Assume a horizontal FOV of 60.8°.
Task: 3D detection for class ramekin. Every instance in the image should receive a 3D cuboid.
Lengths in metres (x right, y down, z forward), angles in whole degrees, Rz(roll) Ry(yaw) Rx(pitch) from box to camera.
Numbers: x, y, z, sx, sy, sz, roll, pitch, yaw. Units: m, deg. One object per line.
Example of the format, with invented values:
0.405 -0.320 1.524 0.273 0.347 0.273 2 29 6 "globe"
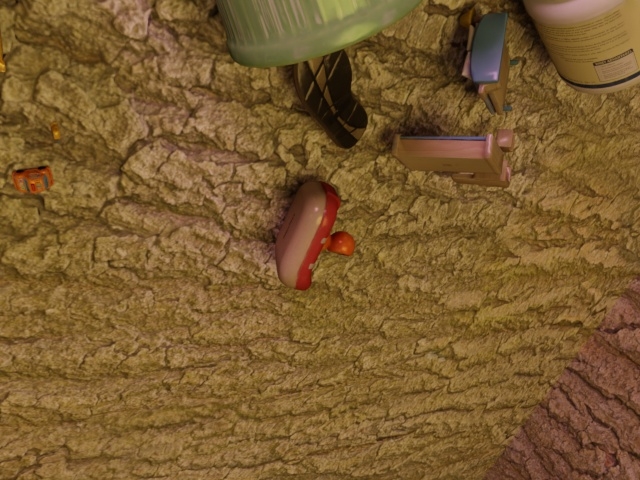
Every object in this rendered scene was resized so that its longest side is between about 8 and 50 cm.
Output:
-0.014 -0.379 0.754 0.304 0.303 0.148 -30 127 -10 "ramekin"

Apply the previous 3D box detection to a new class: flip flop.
0.012 -0.271 1.005 0.112 0.080 0.277 -46 149 -1 "flip flop"

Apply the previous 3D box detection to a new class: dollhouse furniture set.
0.306 -0.296 1.175 0.286 0.198 0.303 17 81 -62 "dollhouse furniture set"

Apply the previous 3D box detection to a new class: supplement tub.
0.543 -0.471 1.072 0.235 0.235 0.325 -49 134 8 "supplement tub"

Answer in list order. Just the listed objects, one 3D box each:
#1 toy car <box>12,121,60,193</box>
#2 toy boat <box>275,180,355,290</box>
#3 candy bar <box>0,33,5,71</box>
-0.441 -0.124 0.845 0.060 0.040 0.121 3 121 -34 "toy car"
0.000 0.000 1.126 0.151 0.151 0.231 17 115 -19 "toy boat"
-0.446 -0.306 0.722 0.040 0.018 0.161 -4 125 -30 "candy bar"
